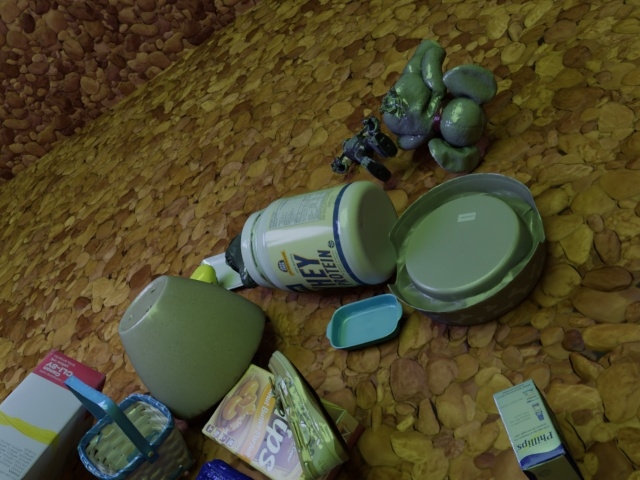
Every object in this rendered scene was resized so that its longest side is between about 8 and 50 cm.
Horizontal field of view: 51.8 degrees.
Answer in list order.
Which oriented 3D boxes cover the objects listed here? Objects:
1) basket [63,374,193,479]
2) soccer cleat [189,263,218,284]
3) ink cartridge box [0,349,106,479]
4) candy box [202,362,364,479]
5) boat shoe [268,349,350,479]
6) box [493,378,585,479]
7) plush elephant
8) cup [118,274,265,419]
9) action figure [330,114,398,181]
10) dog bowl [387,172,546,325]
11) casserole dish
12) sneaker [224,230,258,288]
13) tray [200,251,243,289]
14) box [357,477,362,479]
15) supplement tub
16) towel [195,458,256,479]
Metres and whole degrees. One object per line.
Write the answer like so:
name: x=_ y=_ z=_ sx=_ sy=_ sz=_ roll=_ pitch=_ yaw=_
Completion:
basket: x=-0.431 y=0.424 z=1.449 sx=0.201 sy=0.288 sz=0.255 roll=-40 pitch=26 yaw=-28
soccer cleat: x=-0.376 y=0.185 z=1.760 sx=0.094 sy=0.121 sz=0.289 roll=22 pitch=78 yaw=41
ink cartridge box: x=-0.689 y=0.490 z=1.534 sx=0.279 sy=0.161 sz=0.384 roll=-63 pitch=0 yaw=34
candy box: x=-0.084 y=0.392 z=1.367 sx=0.317 sy=0.087 sz=0.182 roll=13 pitch=62 yaw=46
boat shoe: x=-0.046 y=0.320 z=1.250 sx=0.089 sy=0.104 sz=0.285 roll=-36 pitch=39 yaw=-3
box: x=0.346 y=0.314 z=1.046 sx=0.072 sy=0.126 sz=0.137 roll=-28 pitch=41 yaw=15
plush elephant: x=0.300 y=-0.315 z=1.608 sx=0.330 sy=0.256 sz=0.271 roll=-48 pitch=-21 yaw=-63
cup: x=-0.331 y=0.218 z=1.559 sx=0.331 sy=0.237 sz=0.331 roll=-38 pitch=24 yaw=21
action figure: x=0.115 y=-0.247 z=1.773 sx=0.185 sy=0.099 sz=0.285 roll=-61 pitch=23 yaw=5
dog bowl: x=0.304 y=0.023 z=1.376 sx=0.349 sy=0.102 sz=0.348 roll=-22 pitch=42 yaw=22
casserole dish: x=0.102 y=0.184 z=1.448 sx=0.189 sy=0.037 sz=0.114 roll=-19 pitch=43 yaw=25
sneaker: x=-0.205 y=0.057 z=1.752 sx=0.106 sy=0.078 sz=0.234 roll=-32 pitch=36 yaw=18
tray: x=-0.235 y=0.084 z=1.834 sx=0.271 sy=0.030 sz=0.145 roll=-17 pitch=44 yaw=28
box: x=0.029 y=0.522 z=1.147 sx=0.207 sy=0.036 sz=0.114 roll=-50 pitch=6 yaw=-9
supplement tub: x=0.000 y=0.000 z=1.548 sx=0.325 sy=0.235 sz=0.235 roll=-10 pitch=48 yaw=34
towel: x=-0.175 y=0.573 z=1.284 sx=0.308 sy=0.076 sz=0.227 roll=10 pitch=60 yaw=45
